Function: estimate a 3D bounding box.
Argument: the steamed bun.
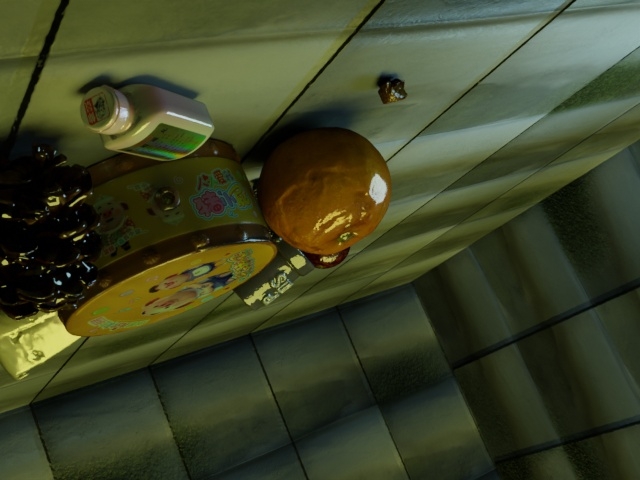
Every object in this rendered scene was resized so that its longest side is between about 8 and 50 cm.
[{"bbox_3d":[-0.589,0.155,1.825,0.226,0.199,0.170,-24,-152,-7],"label":"steamed bun"}]

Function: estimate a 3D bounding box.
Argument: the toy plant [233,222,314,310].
[{"bbox_3d":[-0.054,-0.007,2.089,0.400,0.185,0.279,-41,132,-2],"label":"toy plant"}]

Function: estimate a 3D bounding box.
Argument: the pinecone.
[{"bbox_3d":[-0.433,-0.009,1.257,0.244,0.243,0.257,-17,154,-25],"label":"pinecone"}]

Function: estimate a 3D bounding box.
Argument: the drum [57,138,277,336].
[{"bbox_3d":[-0.304,0.000,1.586,0.431,0.214,0.431,-22,167,-5],"label":"drum"}]

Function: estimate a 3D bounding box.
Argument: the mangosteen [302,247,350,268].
[{"bbox_3d":[-0.004,-0.006,2.362,0.156,0.181,0.145,-39,126,-4],"label":"mangosteen"}]

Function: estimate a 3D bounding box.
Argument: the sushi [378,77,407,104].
[{"bbox_3d":[0.131,-0.278,1.589,0.050,0.047,0.099,-14,-173,14],"label":"sushi"}]

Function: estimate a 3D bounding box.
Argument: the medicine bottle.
[{"bbox_3d":[-0.255,-0.172,1.245,0.115,0.078,0.219,-25,168,20],"label":"medicine bottle"}]

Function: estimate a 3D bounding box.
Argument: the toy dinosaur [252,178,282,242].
[{"bbox_3d":[-0.057,-0.078,1.849,0.179,0.187,0.087,4,170,2],"label":"toy dinosaur"}]

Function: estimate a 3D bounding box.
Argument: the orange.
[{"bbox_3d":[0.007,-0.102,1.677,0.261,0.261,0.261,-22,168,-5],"label":"orange"}]
